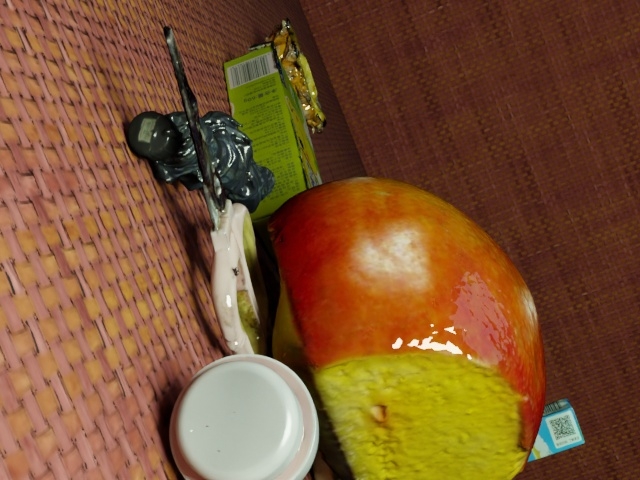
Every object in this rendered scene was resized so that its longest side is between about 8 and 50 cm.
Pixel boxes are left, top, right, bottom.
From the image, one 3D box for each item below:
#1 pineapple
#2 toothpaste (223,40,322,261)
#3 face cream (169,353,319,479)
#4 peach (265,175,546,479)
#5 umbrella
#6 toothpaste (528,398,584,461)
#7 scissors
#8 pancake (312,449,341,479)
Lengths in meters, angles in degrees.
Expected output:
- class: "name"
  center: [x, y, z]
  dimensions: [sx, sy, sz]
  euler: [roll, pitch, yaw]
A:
- class: "pineapple"
  center: [-0.052, -0.281, 1.605]
  dimensions: [0.225, 0.076, 0.224]
  euler: [-18, 90, -83]
- class: "toothpaste"
  center: [-0.054, -0.111, 1.157]
  dimensions: [0.110, 0.077, 0.327]
  euler: [63, 10, -46]
- class: "face cream"
  center: [-0.045, 0.122, 0.577]
  dimensions: [0.095, 0.091, 0.091]
  euler: [71, 1, -67]
- class: "peach"
  center: [0.082, 0.077, 0.883]
  dimensions: [0.380, 0.243, 0.306]
  euler: [-83, 154, -73]
- class: "umbrella"
  center: [-0.102, -0.080, 0.804]
  dimensions: [0.080, 0.071, 0.224]
  euler: [42, 7, 14]
- class: "toothpaste"
  center: [0.200, 0.272, 1.171]
  dimensions: [0.065, 0.267, 0.050]
  euler: [-24, 93, -83]
- class: "scissors"
  center: [-0.078, -0.019, 0.725]
  dimensions: [0.160, 0.024, 0.317]
  euler: [-89, 169, -56]
- class: "pancake"
  center: [0.023, 0.252, 0.921]
  dimensions: [0.151, 0.025, 0.151]
  euler: [-21, 90, -83]
